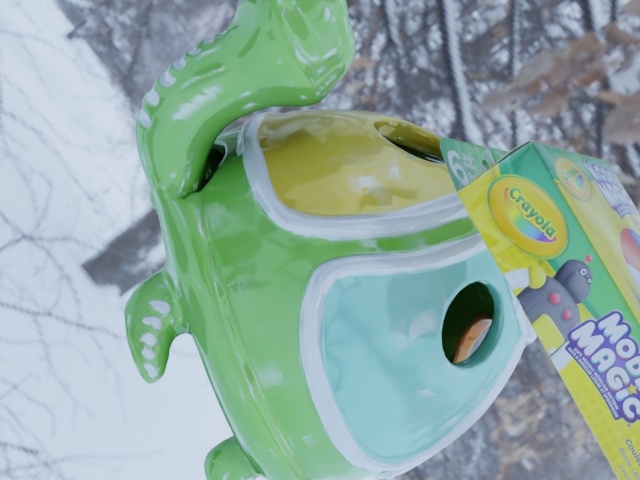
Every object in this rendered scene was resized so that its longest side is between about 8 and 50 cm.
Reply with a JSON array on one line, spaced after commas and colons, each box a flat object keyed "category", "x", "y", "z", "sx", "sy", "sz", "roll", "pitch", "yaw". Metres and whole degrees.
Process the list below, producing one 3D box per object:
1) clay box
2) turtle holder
[{"category": "clay box", "x": 0.151, "y": 0.032, "z": 0.605, "sx": 0.127, "sy": 0.053, "sz": 0.222, "roll": 2, "pitch": 57, "yaw": -59}, {"category": "turtle holder", "x": 0.004, "y": 0.003, "z": 0.771, "sx": 0.243, "sy": 0.227, "sz": 0.320, "roll": -46, "pitch": 118, "yaw": -81}]
